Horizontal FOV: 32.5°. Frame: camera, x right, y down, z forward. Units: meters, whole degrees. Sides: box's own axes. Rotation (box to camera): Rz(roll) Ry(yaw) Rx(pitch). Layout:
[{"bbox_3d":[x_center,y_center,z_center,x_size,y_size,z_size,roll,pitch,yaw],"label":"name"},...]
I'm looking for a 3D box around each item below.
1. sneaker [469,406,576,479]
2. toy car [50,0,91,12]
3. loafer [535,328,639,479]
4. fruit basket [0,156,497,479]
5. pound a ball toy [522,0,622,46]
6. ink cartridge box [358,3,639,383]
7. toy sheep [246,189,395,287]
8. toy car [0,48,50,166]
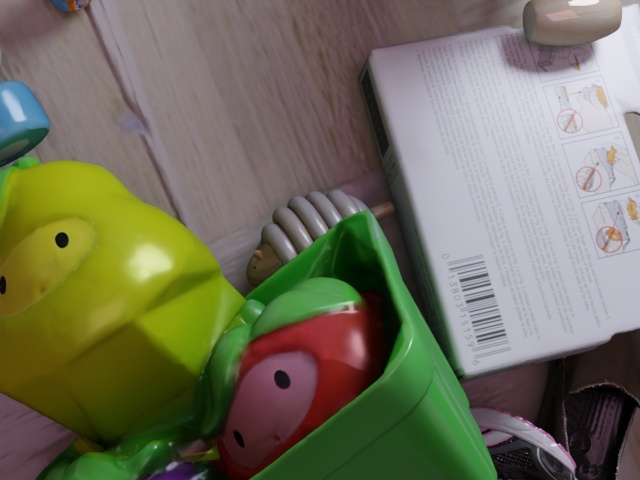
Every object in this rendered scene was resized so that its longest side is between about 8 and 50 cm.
[{"bbox_3d":[0.114,0.171,0.889,0.178,0.072,0.077,22,73,21],"label":"sneaker"},{"bbox_3d":[-0.232,-0.210,0.867,0.122,0.060,0.040,16,132,5],"label":"toy car"},{"bbox_3d":[0.242,0.108,0.926,0.094,0.087,0.251,8,89,-11],"label":"loafer"},{"bbox_3d":[-0.107,0.107,0.748,0.392,0.283,0.391,-2,112,-4],"label":"fruit basket"},{"bbox_3d":[0.131,-0.321,0.851,0.136,0.208,0.319,-17,67,-13],"label":"pound a ball toy"},{"bbox_3d":[0.181,-0.044,0.894,0.239,0.060,0.275,-12,76,-12],"label":"ink cartridge box"},{"bbox_3d":[0.000,0.000,0.878,0.132,0.091,0.091,-32,96,-9],"label":"toy sheep"},{"bbox_3d":[-0.358,-0.112,0.761,0.238,0.210,0.219,-33,88,3],"label":"toy car"}]
